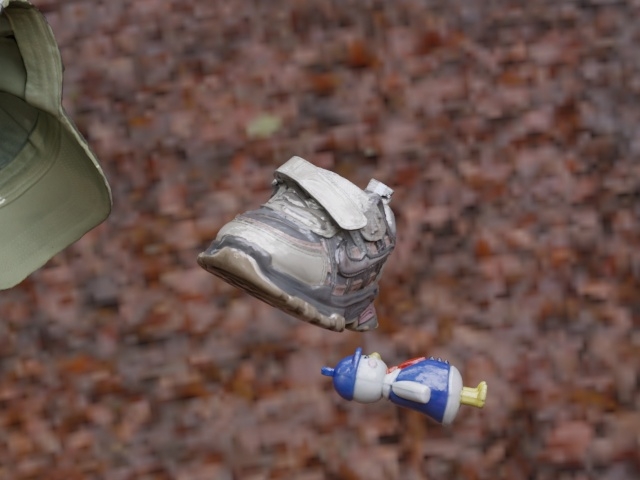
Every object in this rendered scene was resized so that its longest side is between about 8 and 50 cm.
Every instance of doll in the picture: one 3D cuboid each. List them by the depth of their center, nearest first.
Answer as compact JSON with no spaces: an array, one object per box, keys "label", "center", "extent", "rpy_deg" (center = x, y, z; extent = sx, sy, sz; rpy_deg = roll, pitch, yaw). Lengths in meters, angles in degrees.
[{"label":"doll","center":[0.070,0.124,1.687],"extent":[0.143,0.057,0.099],"rpy_deg":[9,2,5]}]

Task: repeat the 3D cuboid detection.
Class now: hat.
[{"label":"hat","center":[-0.174,-0.055,1.059],"extent":[0.122,0.166,0.081],"rpy_deg":[-36,36,0]}]

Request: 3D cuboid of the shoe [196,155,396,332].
[{"label":"shoe","center":[0.000,0.000,1.189],"extent":[0.089,0.092,0.180],"rpy_deg":[25,3,23]}]
